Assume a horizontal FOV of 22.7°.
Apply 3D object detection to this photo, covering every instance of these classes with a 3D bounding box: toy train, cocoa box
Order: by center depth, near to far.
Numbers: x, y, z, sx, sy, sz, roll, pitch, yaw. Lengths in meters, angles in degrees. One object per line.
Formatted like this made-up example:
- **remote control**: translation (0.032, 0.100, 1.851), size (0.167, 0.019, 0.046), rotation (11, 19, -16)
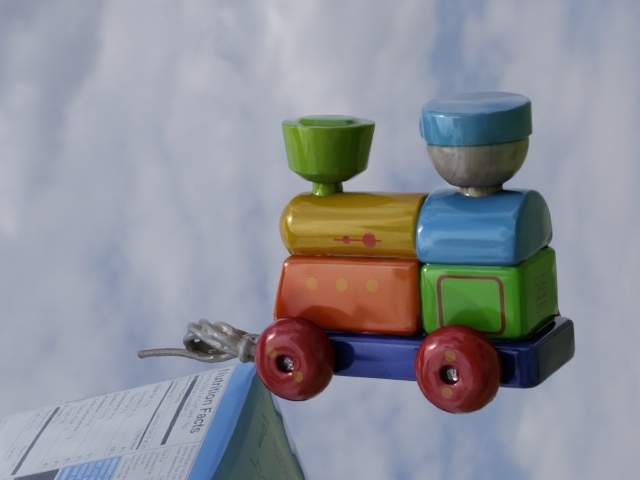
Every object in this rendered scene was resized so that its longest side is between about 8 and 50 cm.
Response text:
- **toy train**: translation (0.000, 0.000, 0.808), size (0.105, 0.248, 0.143), rotation (-23, -69, -60)
- **cocoa box**: translation (-0.106, 0.304, 1.174), size (0.231, 0.228, 0.347), rotation (-70, -38, -62)
